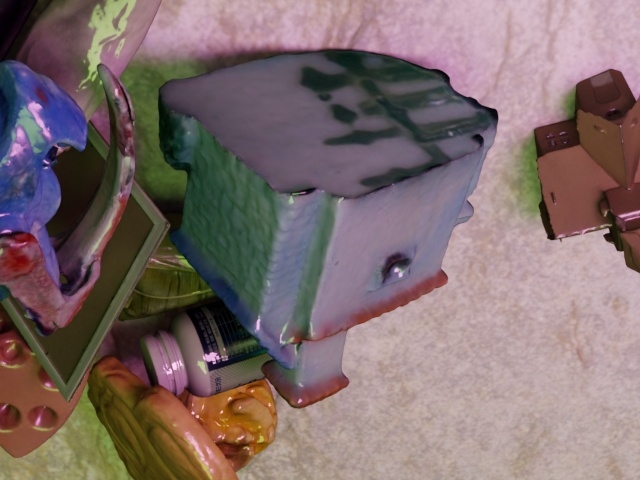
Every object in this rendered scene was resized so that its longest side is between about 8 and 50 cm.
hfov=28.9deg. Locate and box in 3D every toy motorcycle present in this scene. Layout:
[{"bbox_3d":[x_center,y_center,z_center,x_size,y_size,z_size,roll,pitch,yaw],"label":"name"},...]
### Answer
[{"bbox_3d":[-0.307,-0.061,1.203,0.182,0.241,0.319,26,138,16],"label":"toy motorcycle"}]

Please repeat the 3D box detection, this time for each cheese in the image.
[{"bbox_3d":[-0.346,0.129,1.492,0.177,0.128,0.203,-25,121,12],"label":"cheese"}]

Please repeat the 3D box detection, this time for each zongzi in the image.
[{"bbox_3d":[-0.139,0.046,1.466,0.205,0.094,0.204,-1,144,-12],"label":"zongzi"}]

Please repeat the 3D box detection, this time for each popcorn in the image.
[{"bbox_3d":[-0.125,0.220,1.567,0.148,0.152,0.167,-12,126,31],"label":"popcorn"}]

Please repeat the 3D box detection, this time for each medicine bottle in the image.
[{"bbox_3d":[-0.111,0.123,1.473,0.191,0.107,0.107,-17,130,-17],"label":"medicine bottle"}]

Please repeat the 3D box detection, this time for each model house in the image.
[{"bbox_3d":[0.328,-0.050,1.312,0.181,0.248,0.176,-14,127,5],"label":"model house"},{"bbox_3d":[0.000,0.000,1.310,0.295,0.252,0.329,-21,133,-35],"label":"model house"}]

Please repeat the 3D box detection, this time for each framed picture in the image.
[{"bbox_3d":[-0.273,0.011,1.364,0.017,0.217,0.274,-5,138,-48],"label":"framed picture"}]

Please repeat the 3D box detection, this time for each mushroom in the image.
[{"bbox_3d":[-0.218,-0.233,1.229,0.109,0.097,0.351,36,117,9],"label":"mushroom"}]

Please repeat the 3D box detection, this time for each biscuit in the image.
[{"bbox_3d":[-0.199,0.261,1.513,0.269,0.051,0.376,52,157,1],"label":"biscuit"}]

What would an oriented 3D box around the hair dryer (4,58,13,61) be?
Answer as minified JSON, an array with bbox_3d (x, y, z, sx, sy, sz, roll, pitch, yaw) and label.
[{"bbox_3d":[-0.371,-0.193,1.292,0.154,0.054,0.106,9,123,-23],"label":"hair dryer"}]

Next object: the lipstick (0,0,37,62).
[{"bbox_3d":[-0.274,-0.298,1.170,0.077,0.077,0.418,25,115,-21],"label":"lipstick"}]
